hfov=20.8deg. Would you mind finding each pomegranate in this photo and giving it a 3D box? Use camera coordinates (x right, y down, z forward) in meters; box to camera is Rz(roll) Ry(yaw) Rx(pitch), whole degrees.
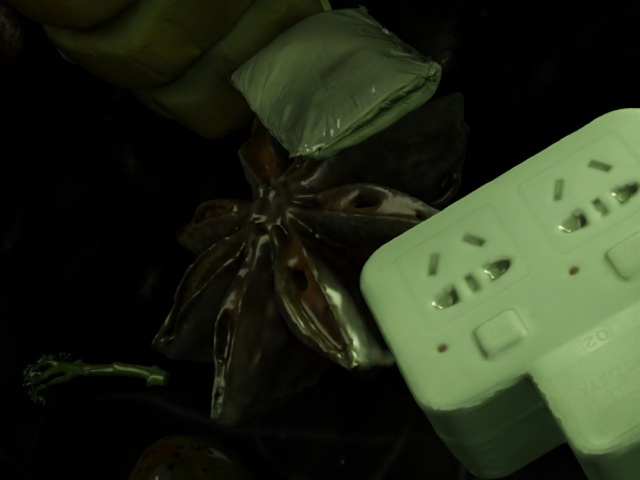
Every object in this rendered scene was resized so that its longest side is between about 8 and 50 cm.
[{"bbox_3d":[-0.107,0.212,1.380,0.142,0.114,0.115,139,142,-65],"label":"pomegranate"}]

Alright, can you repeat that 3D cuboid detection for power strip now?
[{"bbox_3d":[0.178,0.070,1.108,0.229,0.141,0.261,-32,42,5],"label":"power strip"}]

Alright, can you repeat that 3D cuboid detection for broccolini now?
[{"bbox_3d":[-0.213,0.124,1.577,0.194,0.052,0.054,-3,73,47],"label":"broccolini"}]

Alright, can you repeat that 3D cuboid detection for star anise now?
[{"bbox_3d":[0.000,0.002,1.346,0.331,0.117,0.332,-35,38,33],"label":"star anise"}]

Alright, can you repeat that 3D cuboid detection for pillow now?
[{"bbox_3d":[0.007,-0.125,1.327,0.128,0.051,0.229,-28,25,-4],"label":"pillow"}]

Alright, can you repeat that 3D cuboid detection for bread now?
[{"bbox_3d":[-0.166,-0.243,1.489,0.210,0.341,0.300,-43,48,15],"label":"bread"}]

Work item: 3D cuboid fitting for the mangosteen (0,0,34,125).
[{"bbox_3d":[-0.431,-0.250,1.834,0.307,0.307,0.347,2,51,49],"label":"mangosteen"}]
